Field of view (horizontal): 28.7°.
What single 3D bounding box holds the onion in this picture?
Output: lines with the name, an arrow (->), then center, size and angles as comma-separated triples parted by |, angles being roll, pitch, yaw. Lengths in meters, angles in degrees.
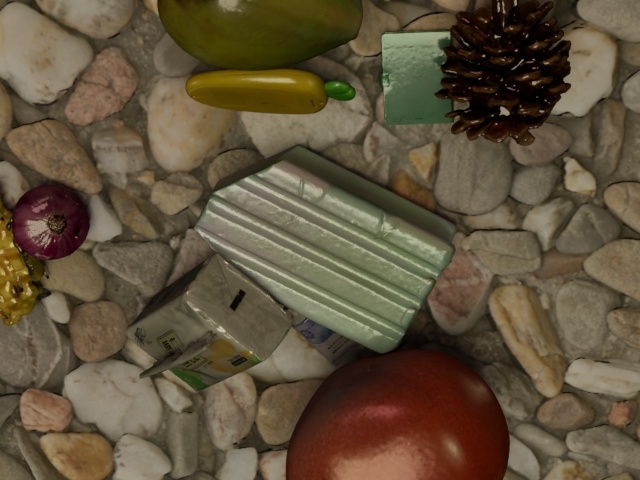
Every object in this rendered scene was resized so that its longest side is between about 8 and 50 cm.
onion -> -0.406, -0.026, 1.873 | 0.115, 0.115, 0.104 | 52, 154, -16

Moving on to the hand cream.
hand cream -> 0.003, 0.134, 1.922 | 0.142, 0.053, 0.084 | 39, 113, -22

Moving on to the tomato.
tomato -> 0.100, 0.297, 1.830 | 0.341, 0.341, 0.272 | -24, 111, 17

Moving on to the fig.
fig -> -0.074, -0.324, 1.619 | 0.271, 0.239, 0.239 | 26, 115, -14

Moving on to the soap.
soap -> 0.000, 0.000, 1.819 | 0.347, 0.115, 0.208 | 26, 114, -5

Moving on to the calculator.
calculator -> -0.069, -0.205, 1.725 | 0.235, 0.146, 0.032 | 3, 80, 9

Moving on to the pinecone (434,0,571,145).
pinecone -> 0.246, -0.235, 1.650 | 0.169, 0.185, 0.212 | 4, 103, -22

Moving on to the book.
book -> 0.134, -0.228, 1.752 | 0.103, 0.017, 0.135 | -2, 115, 5

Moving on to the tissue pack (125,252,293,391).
tissue pack -> -0.178, 0.145, 1.840 | 0.159, 0.145, 0.229 | 42, 147, -13

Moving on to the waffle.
waffle -> -0.553, 0.008, 1.919 | 0.281, 0.060, 0.262 | 23, 117, -1
